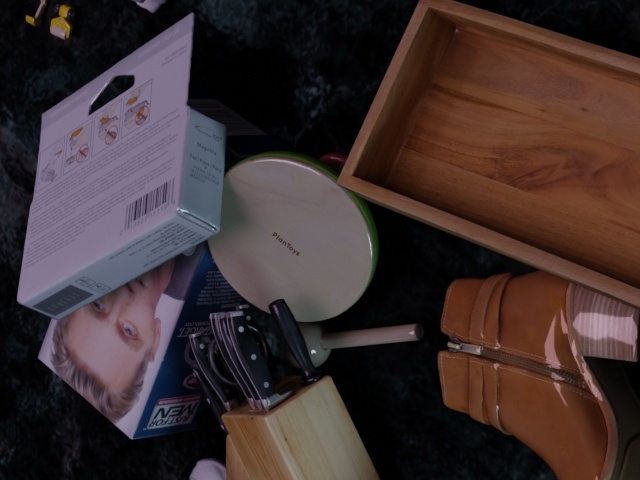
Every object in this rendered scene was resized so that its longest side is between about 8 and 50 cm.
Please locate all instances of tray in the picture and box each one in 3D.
[{"bbox_3d":[0.226,-0.072,1.741,0.411,0.076,0.203,23,88,37],"label":"tray"}]

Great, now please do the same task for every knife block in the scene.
[{"bbox_3d":[-0.019,0.191,1.915,0.275,0.088,0.242,42,147,30],"label":"knife block"}]

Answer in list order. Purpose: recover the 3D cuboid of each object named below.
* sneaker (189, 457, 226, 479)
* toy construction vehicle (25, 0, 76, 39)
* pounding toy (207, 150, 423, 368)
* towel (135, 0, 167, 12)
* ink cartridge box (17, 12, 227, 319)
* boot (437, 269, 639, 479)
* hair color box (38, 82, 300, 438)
[{"bbox_3d":[-0.120,0.383,2.028,0.114,0.152,0.305,163,101,-69],"label":"sneaker"},{"bbox_3d":[-0.298,-0.286,2.228,0.086,0.035,0.098,21,109,26],"label":"toy construction vehicle"},{"bbox_3d":[0.000,0.000,1.965,0.183,0.110,0.237,-19,108,32],"label":"pounding toy"},{"bbox_3d":[-0.183,-0.481,2.086,0.320,0.090,0.374,50,121,23],"label":"towel"},{"bbox_3d":[-0.203,-0.073,2.004,0.275,0.060,0.239,-27,48,40],"label":"ink cartridge box"},{"bbox_3d":[0.199,0.165,1.783,0.220,0.109,0.284,3,92,38],"label":"boot"},{"bbox_3d":[-0.167,0.021,2.085,0.174,0.105,0.347,35,115,33],"label":"hair color box"}]
